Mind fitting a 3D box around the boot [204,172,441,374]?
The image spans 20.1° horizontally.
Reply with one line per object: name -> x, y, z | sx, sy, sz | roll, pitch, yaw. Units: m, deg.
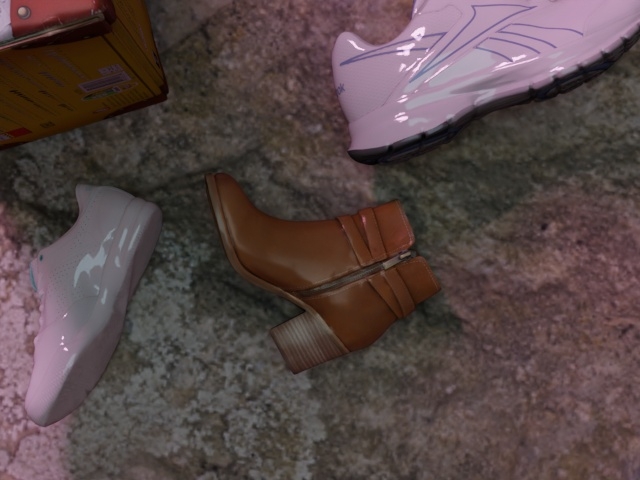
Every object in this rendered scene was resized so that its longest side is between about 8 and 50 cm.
boot -> 0.000, 0.000, 1.547 | 0.152, 0.073, 0.197 | -29, 101, 1

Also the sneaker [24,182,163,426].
sneaker -> -0.217, 0.052, 1.551 | 0.094, 0.080, 0.212 | 22, 82, 12

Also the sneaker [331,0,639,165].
sneaker -> 0.146, -0.169, 1.534 | 0.297, 0.111, 0.129 | -21, 83, -1

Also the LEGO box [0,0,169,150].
LEGO box -> -0.271, -0.278, 1.339 | 0.193, 0.500, 0.373 | -17, 88, -1
